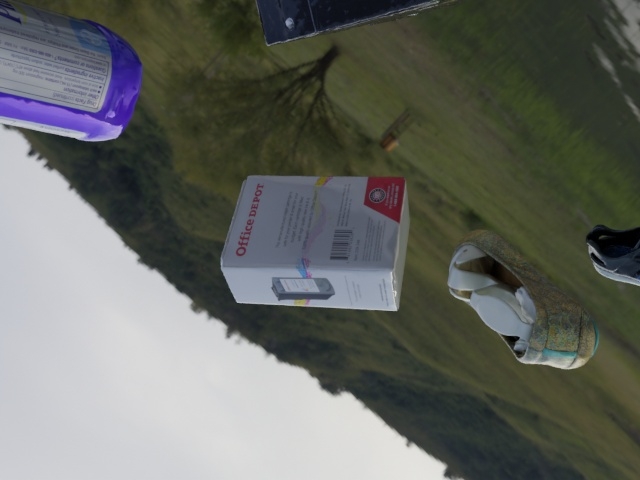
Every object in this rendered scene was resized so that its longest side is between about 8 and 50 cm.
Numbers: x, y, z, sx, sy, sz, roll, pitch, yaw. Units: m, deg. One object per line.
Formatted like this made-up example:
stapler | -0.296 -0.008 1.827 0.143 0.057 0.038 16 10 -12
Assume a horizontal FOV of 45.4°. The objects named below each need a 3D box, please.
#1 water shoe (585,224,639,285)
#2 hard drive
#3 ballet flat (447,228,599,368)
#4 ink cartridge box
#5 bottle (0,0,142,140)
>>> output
water shoe | 0.443 0.024 0.997 0.203 0.072 0.080 6 148 46
hard drive | 0.137 -0.256 0.709 0.237 0.339 0.064 -28 -70 -46
ballet flat | 0.250 0.071 1.095 0.123 0.123 0.348 40 -175 -29
ink cartridge box | 0.000 0.000 1.395 0.131 0.307 0.226 74 -157 -49
bottle | -0.272 -0.141 0.543 0.283 0.092 0.118 7 -159 -45
